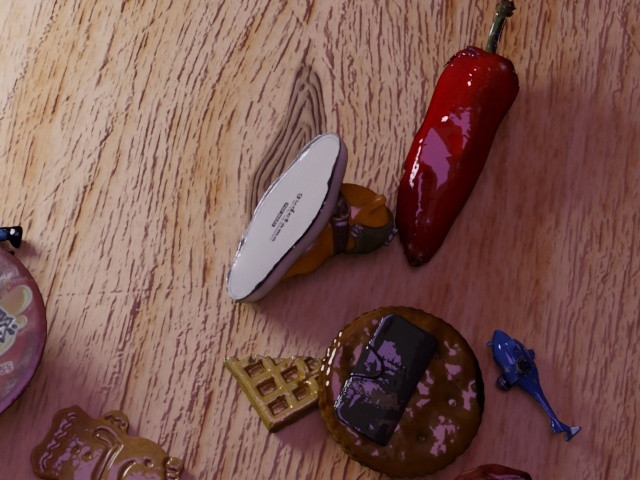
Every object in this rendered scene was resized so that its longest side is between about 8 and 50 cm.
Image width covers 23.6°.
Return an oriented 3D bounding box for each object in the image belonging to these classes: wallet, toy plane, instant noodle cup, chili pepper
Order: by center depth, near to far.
[{"bbox_3d":[0.079,0.167,1.860,0.082,0.018,0.156,33,69,-5],"label":"wallet"},{"bbox_3d":[-0.471,0.128,1.894,0.274,0.090,0.274,1,67,-3],"label":"instant noodle cup"},{"bbox_3d":[0.270,0.181,1.947,0.062,0.054,0.167,-18,67,-38],"label":"toy plane"},{"bbox_3d":[0.185,-0.144,2.045,0.110,0.110,0.387,22,74,5],"label":"chili pepper"}]

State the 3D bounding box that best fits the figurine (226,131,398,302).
[{"bbox_3d":[0.000,0.000,1.987,0.141,0.166,0.250,34,94,-28],"label":"figurine"}]

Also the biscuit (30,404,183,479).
[{"bbox_3d":[-0.265,0.279,1.882,0.184,0.027,0.133,38,69,11],"label":"biscuit"}]

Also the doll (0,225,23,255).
[{"bbox_3d":[-0.485,-0.016,1.966,0.195,0.070,0.096,16,52,-5],"label":"doll"}]

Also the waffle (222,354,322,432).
[{"bbox_3d":[-0.012,0.153,1.951,0.191,0.032,0.125,-30,69,-17],"label":"waffle"}]

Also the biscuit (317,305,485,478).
[{"bbox_3d":[0.103,0.186,1.904,0.221,0.066,0.220,3,76,-12],"label":"biscuit"}]

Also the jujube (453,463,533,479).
[{"bbox_3d":[0.244,0.374,1.776,0.232,0.213,0.212,14,68,1],"label":"jujube"}]
